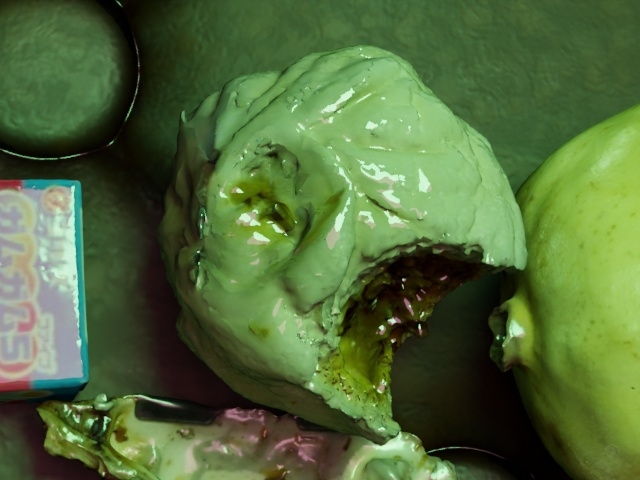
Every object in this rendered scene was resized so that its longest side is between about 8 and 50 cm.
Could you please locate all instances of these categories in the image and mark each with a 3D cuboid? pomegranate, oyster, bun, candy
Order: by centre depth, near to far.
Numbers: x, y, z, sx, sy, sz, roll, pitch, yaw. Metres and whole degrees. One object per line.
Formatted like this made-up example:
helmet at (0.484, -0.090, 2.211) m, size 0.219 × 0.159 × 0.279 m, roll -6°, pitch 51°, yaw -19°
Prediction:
bun at (-0.007, -0.011, 1.242) m, size 0.282 × 0.205 × 0.281 m, roll -11°, pitch 66°, yaw 27°
candy at (-0.324, 0.042, 1.256) m, size 0.306 × 0.100 × 0.157 m, roll -1°, pitch 79°, yaw -14°
pomegranate at (0.275, 0.052, 1.297) m, size 0.333 × 0.332 × 0.332 m, roll 2°, pitch 79°, yaw -12°
oyster at (-0.050, 0.177, 1.309) m, size 0.345 × 0.078 × 0.128 m, roll 14°, pitch 66°, yaw -12°
